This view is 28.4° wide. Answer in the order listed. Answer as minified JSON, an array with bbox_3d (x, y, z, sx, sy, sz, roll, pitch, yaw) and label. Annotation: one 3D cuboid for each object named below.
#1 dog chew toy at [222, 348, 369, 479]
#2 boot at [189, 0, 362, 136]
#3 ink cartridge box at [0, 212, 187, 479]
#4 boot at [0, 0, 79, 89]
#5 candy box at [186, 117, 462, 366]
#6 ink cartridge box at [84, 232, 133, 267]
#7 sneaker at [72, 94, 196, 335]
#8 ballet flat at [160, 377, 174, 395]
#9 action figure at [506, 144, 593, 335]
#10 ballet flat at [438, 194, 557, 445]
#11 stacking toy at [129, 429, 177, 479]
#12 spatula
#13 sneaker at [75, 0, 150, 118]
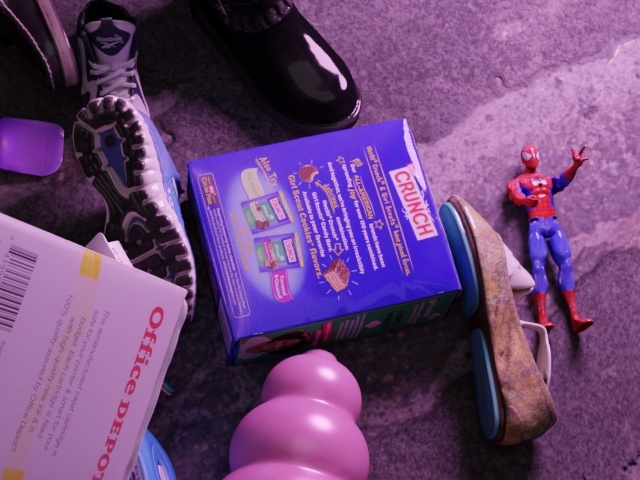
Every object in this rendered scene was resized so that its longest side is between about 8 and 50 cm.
[{"bbox_3d":[-0.030,0.292,1.577,0.206,0.207,0.332,14,59,-2],"label":"dog chew toy"},{"bbox_3d":[-0.068,-0.318,1.767,0.348,0.260,0.131,44,70,10],"label":"boot"},{"bbox_3d":[-0.351,0.121,1.346,0.160,0.384,0.279,14,81,36],"label":"ink cartridge box"},{"bbox_3d":[-0.534,-0.309,1.766,0.284,0.138,0.377,-31,72,-19],"label":"boot"},{"bbox_3d":[0.000,0.000,1.728,0.317,0.122,0.268,-12,70,-11],"label":"candy box"},{"bbox_3d":[-0.284,0.082,1.616,0.067,0.198,0.115,-15,68,-51],"label":"ink cartridge box"},{"bbox_3d":[-0.225,-0.033,1.701,0.129,0.147,0.330,-12,91,16],"label":"sneaker"},{"bbox_3d":[-0.241,0.171,1.677,0.041,0.041,0.114,-38,78,-19],"label":"ballet flat"},{"bbox_3d":[0.328,-0.021,1.778,0.091,0.139,0.280,-5,67,-11],"label":"action figure"},{"bbox_3d":[0.248,0.103,1.727,0.123,0.123,0.349,-8,76,-11],"label":"ballet flat"},{"bbox_3d":[-0.333,0.338,1.552,0.301,0.166,0.175,-18,69,1],"label":"stacking toy"},{"bbox_3d":[-0.509,-0.135,1.759,0.296,0.030,0.084,2,71,-7],"label":"spatula"},{"bbox_3d":[-0.291,-0.240,1.764,0.094,0.153,0.235,-6,70,-9],"label":"sneaker"}]
